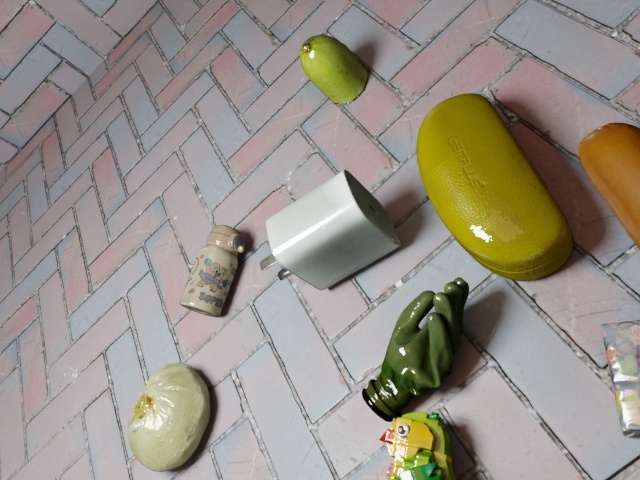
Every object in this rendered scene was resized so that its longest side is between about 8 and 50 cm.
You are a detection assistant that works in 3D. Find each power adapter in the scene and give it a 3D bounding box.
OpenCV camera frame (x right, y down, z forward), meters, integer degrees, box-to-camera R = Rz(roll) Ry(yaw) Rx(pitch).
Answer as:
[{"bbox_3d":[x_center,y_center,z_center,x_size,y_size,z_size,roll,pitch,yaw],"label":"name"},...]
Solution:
[{"bbox_3d":[0.000,0.000,1.032,0.255,0.187,0.124,-31,51,19],"label":"power adapter"}]

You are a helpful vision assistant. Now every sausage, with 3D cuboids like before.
[{"bbox_3d":[0.481,-0.068,0.781,0.105,0.105,0.274,-31,51,19],"label":"sausage"}]

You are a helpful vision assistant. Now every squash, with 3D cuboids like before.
[{"bbox_3d":[0.018,-0.410,1.251,0.123,0.187,0.122,-15,65,33],"label":"squash"}]

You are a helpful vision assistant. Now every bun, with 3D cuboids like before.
[{"bbox_3d":[-0.334,0.364,1.115,0.223,0.127,0.222,-16,61,30],"label":"bun"}]

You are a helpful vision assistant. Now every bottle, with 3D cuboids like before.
[{"bbox_3d":[-0.241,0.066,1.229,0.110,0.097,0.209,5,69,37],"label":"bottle"}]

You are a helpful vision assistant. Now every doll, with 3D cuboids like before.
[{"bbox_3d":[0.160,0.347,0.781,0.135,0.106,0.186,-26,53,15],"label":"doll"}]

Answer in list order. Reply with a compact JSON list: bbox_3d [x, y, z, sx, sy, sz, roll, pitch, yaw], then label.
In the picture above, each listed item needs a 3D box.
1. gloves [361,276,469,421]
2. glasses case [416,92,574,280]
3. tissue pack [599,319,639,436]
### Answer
[{"bbox_3d":[0.166,0.177,0.872,0.268,0.107,0.135,-61,38,16],"label":"gloves"},{"bbox_3d":[0.276,-0.101,0.919,0.173,0.141,0.371,-31,51,20],"label":"glasses case"},{"bbox_3d":[0.443,0.179,0.699,0.109,0.060,0.148,-13,60,29],"label":"tissue pack"}]
